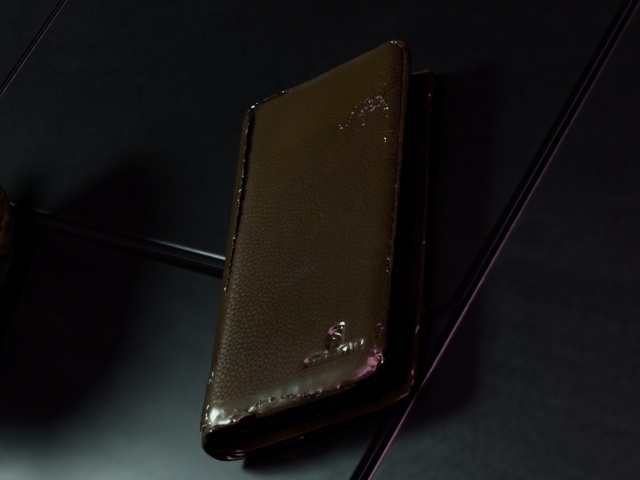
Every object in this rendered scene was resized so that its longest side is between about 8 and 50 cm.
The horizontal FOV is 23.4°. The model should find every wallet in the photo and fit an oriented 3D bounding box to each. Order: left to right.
[{"bbox_3d":[0.000,0.000,0.710,0.110,0.031,0.198,-21,44,31],"label":"wallet"}]

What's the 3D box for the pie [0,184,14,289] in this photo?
[{"bbox_3d":[-0.262,-0.014,0.852,0.046,0.195,0.195,-37,34,44],"label":"pie"}]
